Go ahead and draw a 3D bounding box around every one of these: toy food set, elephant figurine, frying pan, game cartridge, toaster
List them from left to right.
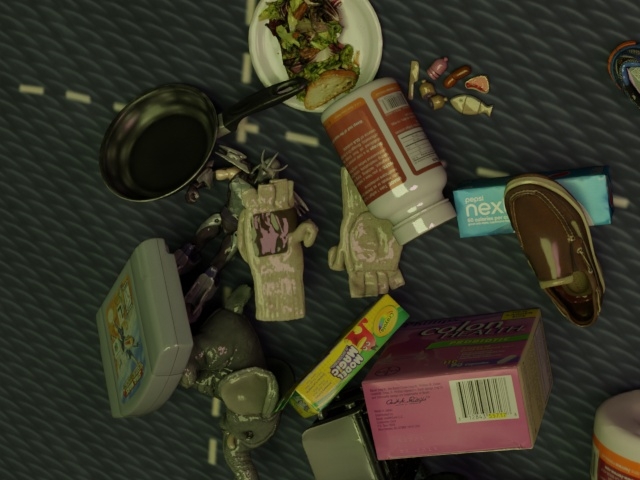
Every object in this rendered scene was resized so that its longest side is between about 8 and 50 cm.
[{"bbox_3d":[-0.266,0.147,1.839,0.297,0.062,0.198,130,135,-54],"label":"game cartridge"},{"bbox_3d":[-0.183,-0.178,1.822,0.326,0.053,0.197,-37,55,3],"label":"frying pan"},{"bbox_3d":[-0.113,0.232,1.885,0.239,0.169,0.186,44,137,3],"label":"elephant figurine"},{"bbox_3d":[0.067,0.312,1.842,0.110,0.168,0.185,-18,98,23],"label":"toaster"},{"bbox_3d":[0.183,-0.216,1.738,0.122,0.019,0.078,9,107,14],"label":"toy food set"}]

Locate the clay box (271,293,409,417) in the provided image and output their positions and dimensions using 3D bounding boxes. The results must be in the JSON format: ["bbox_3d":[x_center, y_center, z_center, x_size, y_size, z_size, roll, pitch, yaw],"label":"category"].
[{"bbox_3d":[0.025,0.178,1.780,0.053,0.127,0.222,43,76,1],"label":"clay box"}]

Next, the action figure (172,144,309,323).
[{"bbox_3d":[-0.138,-0.017,1.851,0.185,0.099,0.285,40,109,11],"label":"action figure"}]

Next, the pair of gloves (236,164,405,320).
[{"bbox_3d":[0.000,0.000,1.798,0.240,0.042,0.204,-13,98,-10],"label":"pair of gloves"}]

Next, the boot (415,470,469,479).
[{"bbox_3d":[0.235,0.390,1.776,0.246,0.207,0.094,-17,58,11],"label":"boot"}]

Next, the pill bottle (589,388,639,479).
[{"bbox_3d":[0.477,0.424,1.715,0.224,0.224,0.392,5,106,15],"label":"pill bottle"}]

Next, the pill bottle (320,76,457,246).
[{"bbox_3d":[0.099,-0.107,1.723,0.121,0.121,0.216,-29,85,22],"label":"pill bottle"}]

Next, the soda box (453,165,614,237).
[{"bbox_3d":[0.296,-0.053,1.723,0.210,0.067,0.071,-5,103,19],"label":"soda box"}]

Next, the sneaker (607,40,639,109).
[{"bbox_3d":[0.463,-0.170,1.630,0.221,0.087,0.083,39,113,4],"label":"sneaker"}]

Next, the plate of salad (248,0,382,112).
[{"bbox_3d":[-0.011,-0.279,1.764,0.200,0.048,0.200,5,106,16],"label":"plate of salad"}]

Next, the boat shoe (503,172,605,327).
[{"bbox_3d":[0.320,0.020,1.657,0.095,0.095,0.257,-17,132,29],"label":"boat shoe"}]

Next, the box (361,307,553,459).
[{"bbox_3d":[0.197,0.195,1.726,0.213,0.243,0.117,-8,102,19],"label":"box"}]
